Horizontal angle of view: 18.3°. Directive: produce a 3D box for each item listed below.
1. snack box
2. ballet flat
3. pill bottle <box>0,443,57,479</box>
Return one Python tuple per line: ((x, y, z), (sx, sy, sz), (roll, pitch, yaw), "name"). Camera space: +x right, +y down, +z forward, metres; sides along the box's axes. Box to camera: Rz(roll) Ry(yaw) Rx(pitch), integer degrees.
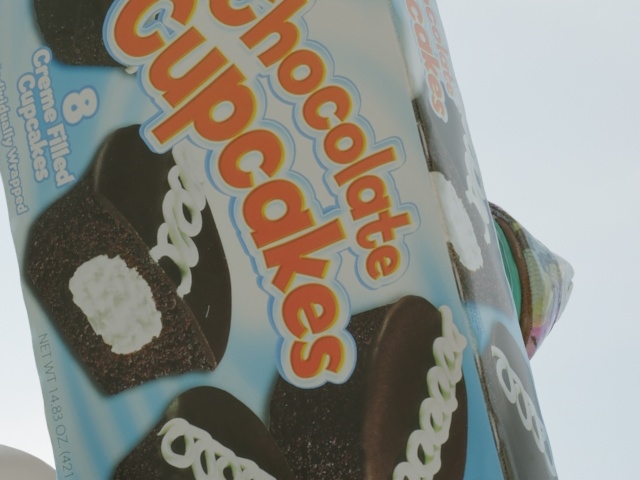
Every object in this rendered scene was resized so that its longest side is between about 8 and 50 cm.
((-0.029, -0.004, 0.782), (0.187, 0.060, 0.321), (-20, -107, 24), "snack box")
((0.100, 0.014, 1.168), (0.079, 0.077, 0.221), (17, -164, -28), "ballet flat")
((-0.250, 0.302, 1.349), (0.182, 0.322, 0.181), (11, -153, -6), "pill bottle")
